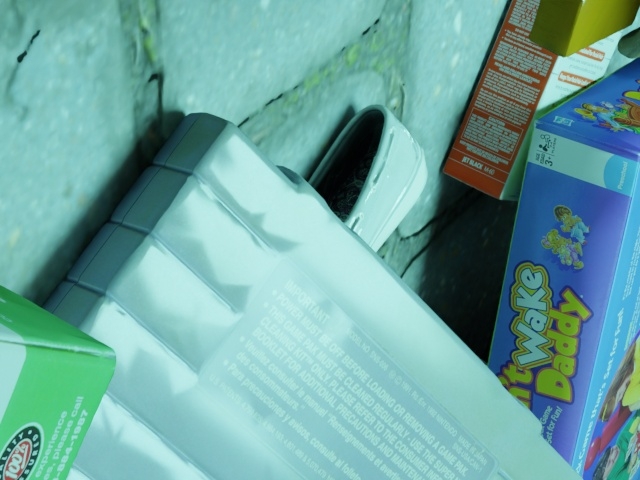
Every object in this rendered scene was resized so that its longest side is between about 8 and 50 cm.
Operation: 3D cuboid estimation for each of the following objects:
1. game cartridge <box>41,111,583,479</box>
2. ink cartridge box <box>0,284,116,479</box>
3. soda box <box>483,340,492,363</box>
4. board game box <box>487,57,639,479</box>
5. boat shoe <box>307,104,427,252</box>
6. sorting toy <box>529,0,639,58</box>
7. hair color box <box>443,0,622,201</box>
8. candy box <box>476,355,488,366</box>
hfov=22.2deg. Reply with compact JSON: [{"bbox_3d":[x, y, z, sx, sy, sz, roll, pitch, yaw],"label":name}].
[{"bbox_3d":[-0.012,0.122,0.894,0.355,0.068,0.230,46,67,-33],"label":"game cartridge"},{"bbox_3d":[-0.230,0.097,0.571,0.289,0.121,0.211,20,96,-63],"label":"ink cartridge box"},{"bbox_3d":[0.166,0.111,1.338,0.053,0.060,0.169,2,112,-59],"label":"soda box"},{"bbox_3d":[0.212,0.049,1.208,0.233,0.078,0.347,-30,135,-51],"label":"board game box"},{"bbox_3d":[0.000,0.000,0.956,0.184,0.066,0.063,-52,137,-16],"label":"boat shoe"},{"bbox_3d":[0.195,-0.196,0.754,0.307,0.041,0.229,-28,142,-45],"label":"sorting toy"},{"bbox_3d":[0.153,-0.112,1.129,0.093,0.053,0.167,3,113,-61],"label":"hair color box"},{"bbox_3d":[0.059,0.200,1.220,0.233,0.071,0.159,-59,152,-10],"label":"candy box"}]
